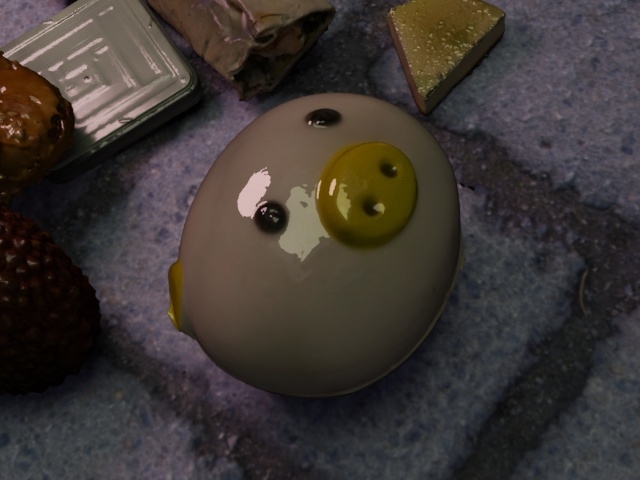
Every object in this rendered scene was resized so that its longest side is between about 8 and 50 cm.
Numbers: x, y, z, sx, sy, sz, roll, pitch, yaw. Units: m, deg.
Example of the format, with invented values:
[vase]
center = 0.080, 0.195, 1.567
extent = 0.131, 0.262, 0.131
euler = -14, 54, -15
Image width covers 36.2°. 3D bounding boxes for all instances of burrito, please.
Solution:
[burrito]
center = -0.155, -0.366, 1.449
extent = 0.332, 0.135, 0.190
euler = 44, 108, 25

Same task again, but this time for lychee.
[lychee]
center = -0.406, 0.079, 1.208
extent = 0.271, 0.236, 0.236
euler = 32, 67, -6

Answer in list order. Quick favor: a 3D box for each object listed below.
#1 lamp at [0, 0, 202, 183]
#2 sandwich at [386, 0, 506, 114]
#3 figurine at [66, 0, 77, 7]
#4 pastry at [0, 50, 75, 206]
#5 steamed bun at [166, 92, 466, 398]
[lamp]
center = -0.345, -0.244, 1.466
extent = 0.266, 0.047, 0.269
euler = -34, 64, -5
[sandwich]
center = 0.155, -0.296, 1.445
extent = 0.162, 0.058, 0.193
euler = 35, 72, 23
[figurine]
center = -0.353, -0.493, 1.527
extent = 0.260, 0.103, 0.205
euler = -40, 89, 12
[pastry]
center = -0.486, -0.156, 1.325
extent = 0.310, 0.162, 0.255
euler = 33, 45, 17
[steamed bun]
center = 0.000, 0.004, 1.155
extent = 0.333, 0.334, 0.374
euler = 17, 59, 14
